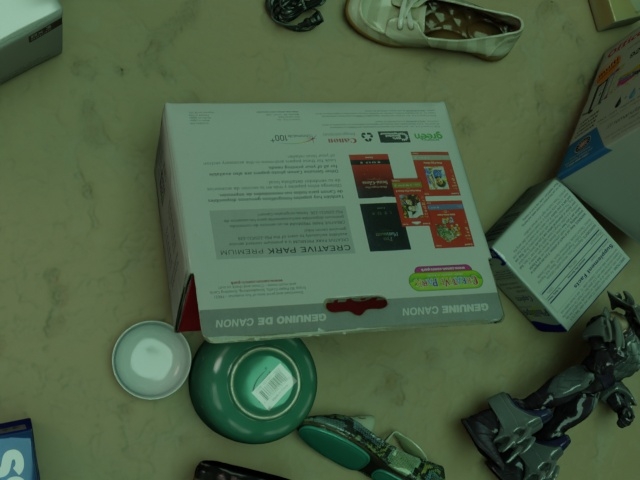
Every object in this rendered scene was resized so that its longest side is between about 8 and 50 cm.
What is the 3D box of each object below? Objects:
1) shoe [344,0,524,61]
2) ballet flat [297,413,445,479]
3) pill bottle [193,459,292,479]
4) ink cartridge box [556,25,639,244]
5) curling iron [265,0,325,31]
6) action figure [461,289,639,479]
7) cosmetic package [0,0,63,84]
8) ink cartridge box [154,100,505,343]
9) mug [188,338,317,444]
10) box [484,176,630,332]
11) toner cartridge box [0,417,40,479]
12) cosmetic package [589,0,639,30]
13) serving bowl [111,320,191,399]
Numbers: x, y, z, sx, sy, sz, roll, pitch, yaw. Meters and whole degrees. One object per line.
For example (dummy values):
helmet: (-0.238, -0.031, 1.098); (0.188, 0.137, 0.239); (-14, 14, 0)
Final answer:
shoe: (0.137, -0.264, 1.181); (0.219, 0.058, 0.076); (7, 82, -16)
ballet flat: (0.059, 0.232, 1.108); (0.188, 0.070, 0.070); (35, 75, -12)
pill bottle: (-0.094, 0.344, 1.010); (0.123, 0.123, 0.219); (17, 79, -14)
ink cartridge box: (0.419, -0.140, 1.163); (0.168, 0.171, 0.232); (36, 57, -12)
curling iron: (0.023, -0.355, 1.170); (0.068, 0.035, 0.274); (34, 76, -15)
action figure: (0.304, 0.169, 1.146); (0.285, 0.099, 0.185); (-41, 130, -7)
cosmetic package: (-0.439, -0.314, 0.966); (0.217, 0.156, 0.385); (-31, 94, -16)
ink cartridge box: (0.000, 0.000, 1.024); (0.309, 0.130, 0.272); (-2, 59, -16)
mug: (-0.069, 0.136, 1.054); (0.129, 0.097, 0.157); (0, 84, -16)
box: (0.271, 0.019, 1.182); (0.126, 0.072, 0.137); (-45, 96, -17)
toner cartridge box: (-0.284, 0.349, 0.931); (0.075, 0.165, 0.348); (-7, 85, -16)
cosmetic package: (0.371, -0.330, 1.267); (0.060, 0.041, 0.115); (-17, 89, -18)
serving bowl: (-0.180, 0.127, 1.058); (0.083, 0.027, 0.083); (2, 83, -16)
